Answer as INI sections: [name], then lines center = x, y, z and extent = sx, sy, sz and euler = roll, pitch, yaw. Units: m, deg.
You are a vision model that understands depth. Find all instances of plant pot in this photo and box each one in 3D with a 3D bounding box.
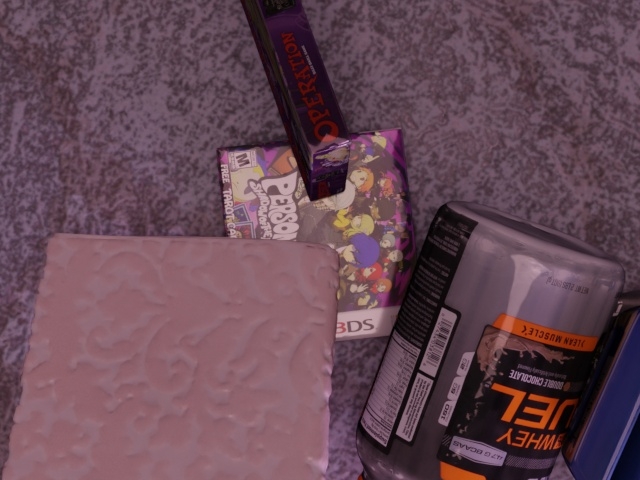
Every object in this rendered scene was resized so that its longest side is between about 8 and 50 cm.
[plant pot]
center = 0.369, 0.186, 1.283
extent = 0.212, 0.236, 0.236
euler = 23, 90, 8

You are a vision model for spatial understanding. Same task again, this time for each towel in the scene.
[towel]
center = -0.144, 0.140, 1.308
extent = 0.317, 0.053, 0.332
euler = 2, 55, 3

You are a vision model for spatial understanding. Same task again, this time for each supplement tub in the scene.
[supplement tub]
center = 0.163, 0.145, 1.335
extent = 0.207, 0.207, 0.338
euler = 19, 100, 1

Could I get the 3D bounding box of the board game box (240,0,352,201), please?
[board game box]
center = -0.046, -0.227, 1.335
extent = 0.056, 0.208, 0.347
euler = -19, 79, 0

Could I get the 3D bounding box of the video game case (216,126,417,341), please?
[video game case]
center = 0.000, 0.000, 1.435
extent = 0.210, 0.042, 0.232
euler = -6, 88, -1

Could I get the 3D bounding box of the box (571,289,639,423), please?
[box]
center = 0.385, 0.142, 1.421
extent = 0.231, 0.056, 0.183
euler = -8, 88, 1
